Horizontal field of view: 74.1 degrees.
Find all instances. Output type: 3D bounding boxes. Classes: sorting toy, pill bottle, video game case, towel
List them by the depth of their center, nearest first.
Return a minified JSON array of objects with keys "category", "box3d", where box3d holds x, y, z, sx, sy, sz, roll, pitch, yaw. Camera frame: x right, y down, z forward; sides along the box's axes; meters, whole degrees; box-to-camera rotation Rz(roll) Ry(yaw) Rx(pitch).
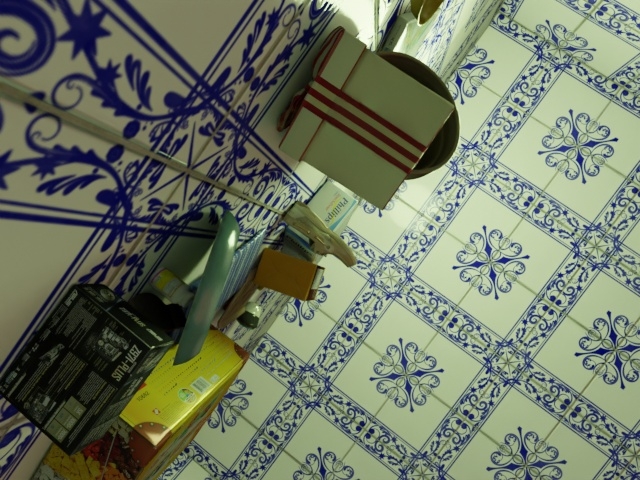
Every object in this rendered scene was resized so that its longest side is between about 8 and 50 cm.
[{"category":"pill bottle","box3d":[-0.278,0.090,0.799,0.043,0.083,0.043,-52,173,-9]},{"category":"towel","box3d":[-0.279,0.119,1.180,0.336,0.040,0.243,-48,169,-53]},{"category":"video game case","box3d":[0.232,-0.547,1.290,0.329,0.036,0.300,-46,169,-47]},{"category":"sorting toy","box3d":[-0.261,0.176,1.548,0.229,0.041,0.307,-60,172,15]}]

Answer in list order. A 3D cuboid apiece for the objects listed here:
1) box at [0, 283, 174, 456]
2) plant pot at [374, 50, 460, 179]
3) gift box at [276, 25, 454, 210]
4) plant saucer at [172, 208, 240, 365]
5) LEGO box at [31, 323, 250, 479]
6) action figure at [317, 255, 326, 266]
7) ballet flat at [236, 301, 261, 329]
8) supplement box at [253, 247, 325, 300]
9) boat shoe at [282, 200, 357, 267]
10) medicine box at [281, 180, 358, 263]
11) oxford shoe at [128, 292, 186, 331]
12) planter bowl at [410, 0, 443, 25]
[{"category":"box","box3d":[-0.331,0.176,0.606,0.180,0.147,0.077,-54,173,-2]},{"category":"plant pot","box3d":[0.161,-0.285,1.150,0.323,0.323,0.280,-51,-172,-24]},{"category":"gift box","box3d":[0.069,-0.236,0.840,0.255,0.258,0.276,-57,-174,16]},{"category":"plant saucer","box3d":[-0.219,0.093,0.843,0.317,0.044,0.317,-162,-90,-79]},{"category":"LEGO box","box3d":[-0.440,0.470,1.113,0.372,0.193,0.500,-55,173,12]},{"category":"action figure","box3d":[-0.052,0.134,1.939,0.276,0.141,0.164,-55,175,-30]},{"category":"ballet flat","box3d":[-0.288,0.294,1.710,0.096,0.095,0.280,-63,-172,-11]},{"category":"supplement box","box3d":[-0.104,0.122,1.500,0.194,0.191,0.129,36,73,-78]},{"category":"boat shoe","box3d":[0.000,0.000,1.431,0.098,0.302,0.109,-48,-159,-7]},{"category":"medicine box","box3d":[-0.010,-0.043,1.660,0.263,0.149,0.289,-51,172,-23]},{"category":"oxford shoe","box3d":[-0.335,0.157,0.836,0.076,0.076,0.212,-21,162,-4]},{"category":"planter bowl","box3d":[0.237,-0.586,0.904,0.217,0.090,0.217,-52,172,-10]}]
